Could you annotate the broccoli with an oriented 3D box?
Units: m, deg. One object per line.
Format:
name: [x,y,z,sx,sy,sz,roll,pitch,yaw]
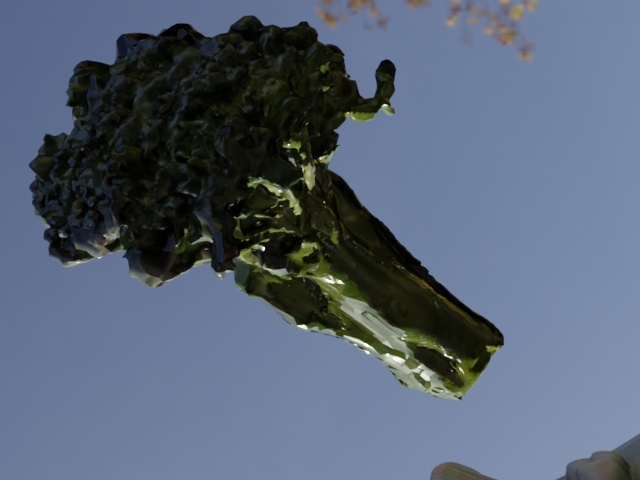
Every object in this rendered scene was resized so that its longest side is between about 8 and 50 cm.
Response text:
broccoli: [-0.005,0.006,0.801,0.304,0.165,0.145,36,-120,-38]

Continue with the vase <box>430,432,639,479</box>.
vase: [0.302,0.212,1.129,0.250,0.445,0.250,-16,-90,-71]
